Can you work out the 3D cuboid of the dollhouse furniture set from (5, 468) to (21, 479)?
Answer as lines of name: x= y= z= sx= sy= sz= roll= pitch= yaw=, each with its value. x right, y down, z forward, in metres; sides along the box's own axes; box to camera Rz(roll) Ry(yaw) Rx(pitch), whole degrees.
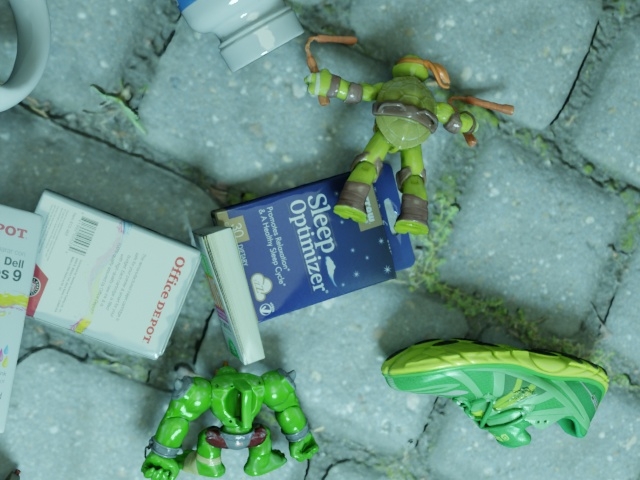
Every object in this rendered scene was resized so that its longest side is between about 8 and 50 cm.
dollhouse furniture set: x=-0.386 y=0.277 z=0.836 sx=0.129 sy=0.184 sz=0.129 roll=35 pitch=85 yaw=-15

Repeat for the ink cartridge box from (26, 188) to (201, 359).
ink cartridge box: x=-0.233 y=0.036 z=0.917 sx=0.175 sy=0.072 sz=0.127 roll=23 pitch=88 yaw=-16

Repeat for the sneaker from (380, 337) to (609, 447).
sneaker: x=0.215 y=0.186 z=1.036 sx=0.296 sy=0.109 sz=0.123 roll=10 pitch=88 yaw=-16

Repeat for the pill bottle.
pill bottle: x=-0.108 y=-0.295 z=0.900 sx=0.124 sy=0.124 sz=0.221 roll=-33 pitch=102 yaw=-11

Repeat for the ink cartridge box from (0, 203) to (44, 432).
ink cartridge box: x=-0.358 y=0.061 z=0.784 sx=0.154 sy=0.093 sz=0.212 roll=20 pitch=73 yaw=-47

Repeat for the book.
book: x=-0.102 y=0.057 z=0.944 sx=0.035 sy=0.096 sz=0.144 roll=-19 pitch=98 yaw=-17

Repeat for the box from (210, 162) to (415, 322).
box: x=0.000 y=0.000 z=1.000 sx=0.225 sy=0.036 sz=0.136 roll=-18 pitch=99 yaw=-15

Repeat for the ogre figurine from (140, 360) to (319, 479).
ogre figurine: x=-0.094 y=0.202 z=0.960 sx=0.197 sy=0.097 sz=0.118 roll=4 pitch=105 yaw=-5

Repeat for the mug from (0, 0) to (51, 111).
mug: x=-0.401 y=-0.246 z=0.751 sx=0.374 sy=0.276 sz=0.328 roll=25 pitch=50 yaw=-47

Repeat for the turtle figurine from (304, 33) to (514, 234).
turtle figurine: x=0.101 y=-0.121 z=0.969 sx=0.270 sy=0.087 sz=0.217 roll=16 pitch=76 yaw=-19
